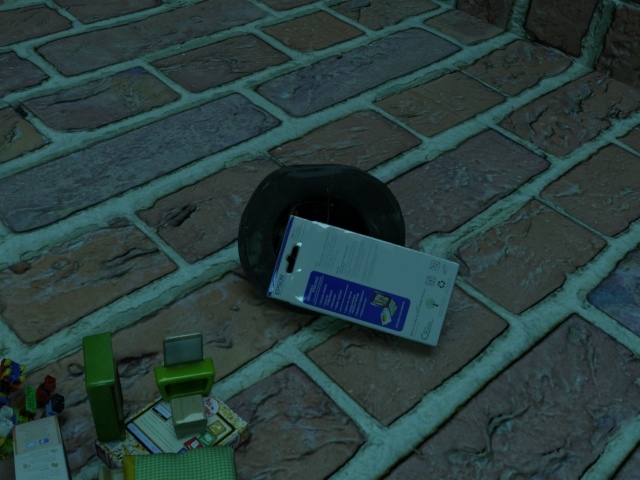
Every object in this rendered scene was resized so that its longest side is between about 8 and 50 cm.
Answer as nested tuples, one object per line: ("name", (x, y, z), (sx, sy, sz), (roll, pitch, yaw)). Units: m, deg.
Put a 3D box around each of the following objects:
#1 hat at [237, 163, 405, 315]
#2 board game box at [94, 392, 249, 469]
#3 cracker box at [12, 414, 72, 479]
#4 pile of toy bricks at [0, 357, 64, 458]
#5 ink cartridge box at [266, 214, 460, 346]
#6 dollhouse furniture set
("hat", (0.000, 0.000, 1.500), (0.331, 0.332, 0.134), (3, -3, -5))
("board game box", (-0.233, 0.316, 1.179), (0.146, 0.045, 0.193), (34, 47, 29))
("cracker box", (-0.352, 0.358, 0.972), (0.067, 0.156, 0.232), (-12, 22, -21))
("pile of toy bricks", (-0.474, 0.281, 1.144), (0.118, 0.105, 0.212), (35, 7, -29))
("ink cartridge box", (0.080, 0.074, 1.400), (0.332, 0.166, 0.065), (17, -2, 0))
("dollhouse furniture set", (-0.223, 0.282, 1.067), (0.197, 0.151, 0.302), (-7, 43, -16))
